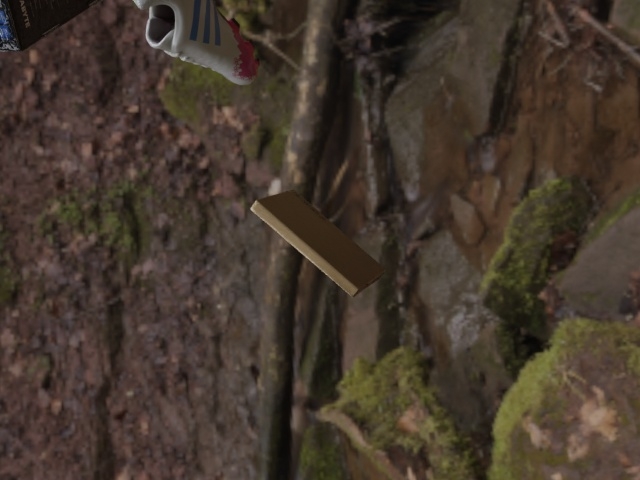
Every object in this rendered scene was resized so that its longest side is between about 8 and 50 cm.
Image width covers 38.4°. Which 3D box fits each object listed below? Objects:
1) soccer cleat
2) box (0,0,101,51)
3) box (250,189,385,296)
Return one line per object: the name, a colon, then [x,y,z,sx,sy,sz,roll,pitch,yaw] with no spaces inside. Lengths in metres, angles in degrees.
soccer cleat: [-0.214,-0.344,1.522,0.116,0.143,0.331,37,170,31]
box: [-0.373,-0.433,1.155,0.257,0.079,0.322,-61,-28,-51]
box: [0.000,0.000,1.391,0.201,0.164,0.021,42,108,8]
